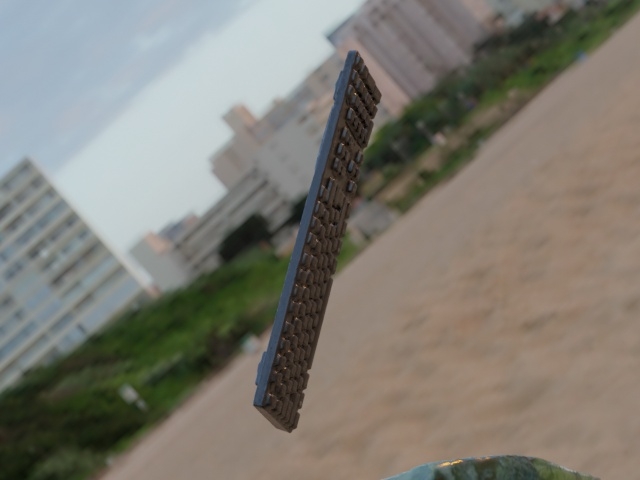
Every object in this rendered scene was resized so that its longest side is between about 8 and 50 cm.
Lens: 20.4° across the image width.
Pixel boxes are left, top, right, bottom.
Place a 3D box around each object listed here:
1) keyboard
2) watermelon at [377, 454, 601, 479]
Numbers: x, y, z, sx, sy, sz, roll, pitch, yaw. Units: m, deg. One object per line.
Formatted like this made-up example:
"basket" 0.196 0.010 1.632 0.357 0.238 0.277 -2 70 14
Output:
"keyboard" 0.000 0.000 0.967 0.061 0.013 0.204 54 -132 -67
"watermelon" 0.008 0.188 0.798 0.262 0.201 0.213 -59 -28 -6
